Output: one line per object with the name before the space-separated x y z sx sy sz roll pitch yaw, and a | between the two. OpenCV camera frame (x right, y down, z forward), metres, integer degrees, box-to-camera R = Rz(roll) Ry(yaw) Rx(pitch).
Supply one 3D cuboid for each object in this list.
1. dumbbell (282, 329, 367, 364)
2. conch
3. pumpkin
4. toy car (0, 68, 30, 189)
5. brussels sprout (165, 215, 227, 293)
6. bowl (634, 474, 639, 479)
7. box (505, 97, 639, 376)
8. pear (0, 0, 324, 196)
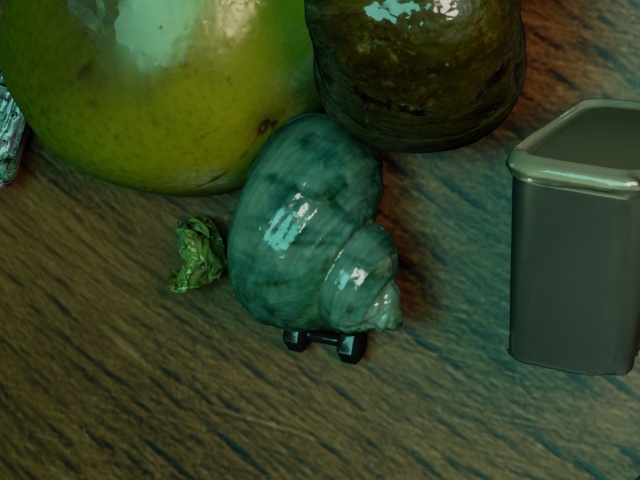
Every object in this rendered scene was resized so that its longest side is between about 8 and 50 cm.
dumbbell | 0.004 0.097 1.494 0.083 0.040 0.036 11 64 23
conch | 0.002 0.003 1.425 0.196 0.134 0.202 -42 103 10
pumpkin | 0.102 -0.214 1.302 0.242 0.232 0.325 -13 115 -4
toy car | -0.347 -0.121 1.636 0.069 0.055 0.142 18 88 14
brussels sprout | -0.126 0.014 1.543 0.085 0.058 0.085 4 95 57
bowl | 0.411 0.304 1.238 0.353 0.185 0.354 0 91 23
box | 0.242 -0.010 1.278 0.138 0.274 0.178 11 109 24
pear | -0.160 -0.213 1.477 0.386 0.191 0.340 -28 81 23
